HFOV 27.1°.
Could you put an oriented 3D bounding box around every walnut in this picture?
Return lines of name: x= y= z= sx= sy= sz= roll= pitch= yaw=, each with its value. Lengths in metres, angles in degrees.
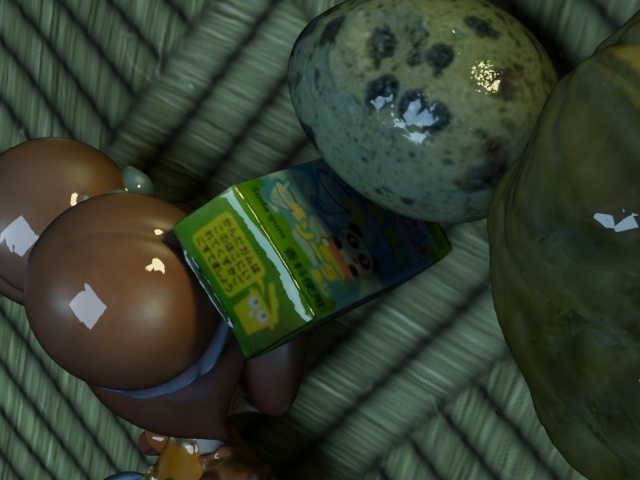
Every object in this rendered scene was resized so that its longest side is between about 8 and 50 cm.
walnut: x=0.224 y=0.006 z=0.646 sx=0.277 sy=0.282 sz=0.253 roll=56 pitch=173 yaw=20

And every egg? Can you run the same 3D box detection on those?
egg: x=0.062 y=-0.087 z=0.815 sx=0.182 sy=0.141 sz=0.141 roll=26 pitch=120 yaw=26

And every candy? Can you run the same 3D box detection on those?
candy: x=0.000 y=0.000 z=0.854 sx=0.062 sy=0.194 sz=0.097 roll=-35 pitch=83 yaw=32

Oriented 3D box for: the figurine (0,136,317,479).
figurine: x=-0.116 y=0.127 z=0.974 sx=0.277 sy=0.248 sz=0.388 roll=30 pitch=122 yaw=54
